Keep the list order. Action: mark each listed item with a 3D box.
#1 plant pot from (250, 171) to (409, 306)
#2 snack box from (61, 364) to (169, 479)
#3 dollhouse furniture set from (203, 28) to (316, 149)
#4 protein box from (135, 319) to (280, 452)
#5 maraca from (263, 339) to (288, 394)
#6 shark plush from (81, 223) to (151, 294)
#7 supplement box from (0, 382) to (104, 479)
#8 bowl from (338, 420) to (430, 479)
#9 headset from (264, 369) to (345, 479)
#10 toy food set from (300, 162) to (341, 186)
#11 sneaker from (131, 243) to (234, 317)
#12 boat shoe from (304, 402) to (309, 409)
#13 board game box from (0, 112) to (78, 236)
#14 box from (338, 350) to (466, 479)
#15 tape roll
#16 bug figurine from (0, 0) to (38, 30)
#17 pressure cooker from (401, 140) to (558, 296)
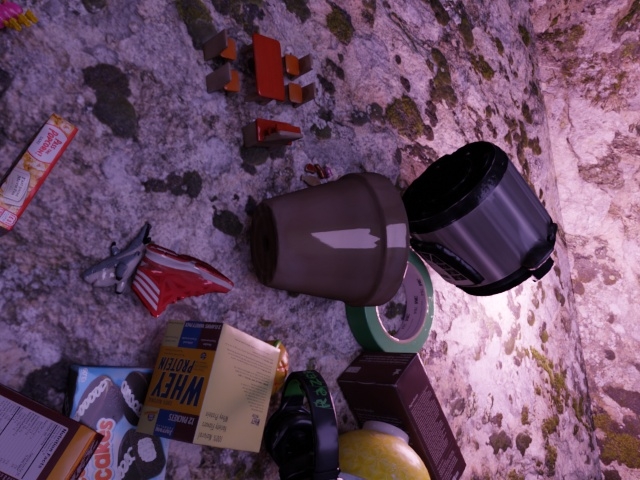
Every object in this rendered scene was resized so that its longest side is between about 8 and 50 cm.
[{"bbox_3d":[0.000,0.000,1.127,0.280,0.323,0.323,-1,85,-27],"label":"plant pot"},{"bbox_3d":[-0.369,0.389,0.871,0.187,0.060,0.322,15,75,-40],"label":"snack box"},{"bbox_3d":[-0.118,-0.354,1.154,0.262,0.135,0.259,-3,86,-43],"label":"dollhouse furniture set"},{"bbox_3d":[-0.201,0.276,0.926,0.200,0.136,0.201,43,51,-52],"label":"protein box"},{"bbox_3d":[-0.131,0.302,1.069,0.099,0.127,0.186,24,69,6],"label":"maraca"},{"bbox_3d":[-0.372,0.024,0.927,0.067,0.073,0.161,30,66,-2],"label":"shark plush"},{"bbox_3d":[-0.436,0.292,0.693,0.194,0.191,0.129,30,62,-6],"label":"supplement box"},{"bbox_3d":[0.137,0.529,1.170,0.289,0.289,0.156,45,50,-29],"label":"bowl"},{"bbox_3d":[-0.062,0.463,1.023,0.185,0.243,0.394,0,110,-19],"label":"headset"},{"bbox_3d":[0.000,-0.171,1.317,0.122,0.019,0.078,21,70,-31],"label":"toy food set"},{"bbox_3d":[-0.286,0.097,0.996,0.221,0.087,0.128,31,89,-44],"label":"sneaker"},{"bbox_3d":[-0.035,0.425,1.179,0.045,0.050,0.135,55,52,-29],"label":"boat shoe"},{"bbox_3d":[-0.477,-0.098,0.783,0.045,0.146,0.194,36,62,-33],"label":"board game box"},{"bbox_3d":[0.221,0.489,1.308,0.143,0.191,0.381,-40,112,-42],"label":"box"},{"bbox_3d":[0.209,0.175,1.420,0.321,0.077,0.321,6,80,-42],"label":"tape roll"},{"bbox_3d":[-0.596,-0.389,0.766,0.279,0.072,0.216,55,46,-17],"label":"bug figurine"},{"bbox_3d":[0.492,-0.038,1.483,0.420,0.375,0.370,45,38,-21],"label":"pressure cooker"}]
